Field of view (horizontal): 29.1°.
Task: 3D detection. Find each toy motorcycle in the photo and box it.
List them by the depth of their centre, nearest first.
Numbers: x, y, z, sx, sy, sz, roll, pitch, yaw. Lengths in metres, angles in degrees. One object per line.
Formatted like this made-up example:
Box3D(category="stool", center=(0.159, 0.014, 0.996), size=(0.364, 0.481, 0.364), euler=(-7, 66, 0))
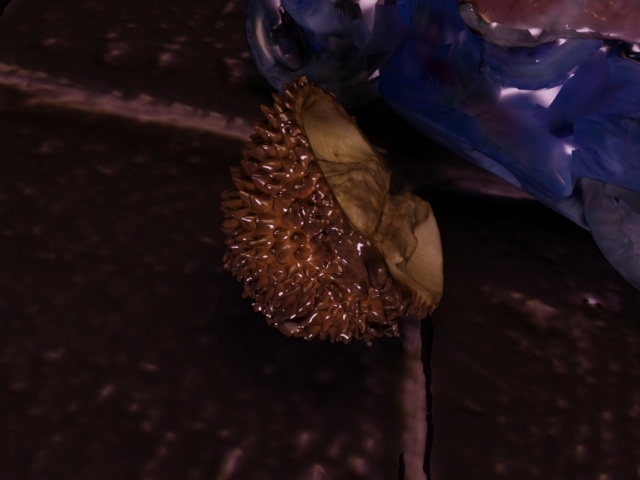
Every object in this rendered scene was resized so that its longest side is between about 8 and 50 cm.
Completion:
Box3D(category="toy motorcycle", center=(0.135, -0.118, 0.589), size=(0.319, 0.182, 0.241), euler=(32, 65, 25))

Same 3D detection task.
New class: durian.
Box3D(category="durian", center=(0.001, 0.003, 0.468), size=(0.110, 0.071, 0.140), euler=(48, 14, -15))
